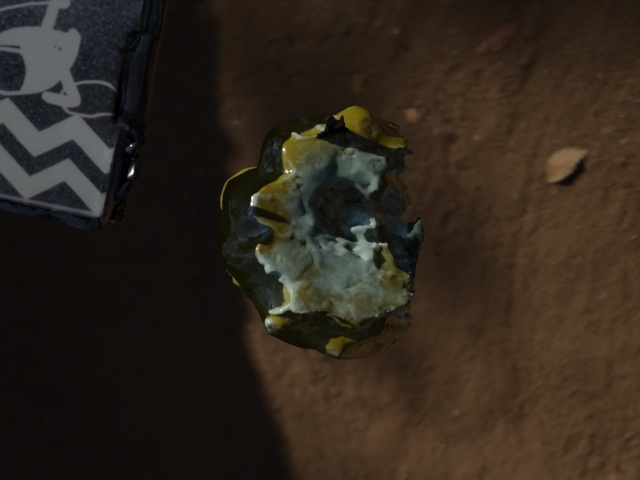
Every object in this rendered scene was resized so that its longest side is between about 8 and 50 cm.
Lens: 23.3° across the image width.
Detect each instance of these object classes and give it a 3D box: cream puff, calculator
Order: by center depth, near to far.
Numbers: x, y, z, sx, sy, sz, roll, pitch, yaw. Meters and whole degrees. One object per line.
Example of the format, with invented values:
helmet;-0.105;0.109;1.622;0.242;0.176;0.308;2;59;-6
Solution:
calculator;-0.160;-0.149;0.845;0.028;0.166;0.274;144;137;-67
cream puff;0.000;0.000;0.936;0.121;0.156;0.156;-6;96;-1
